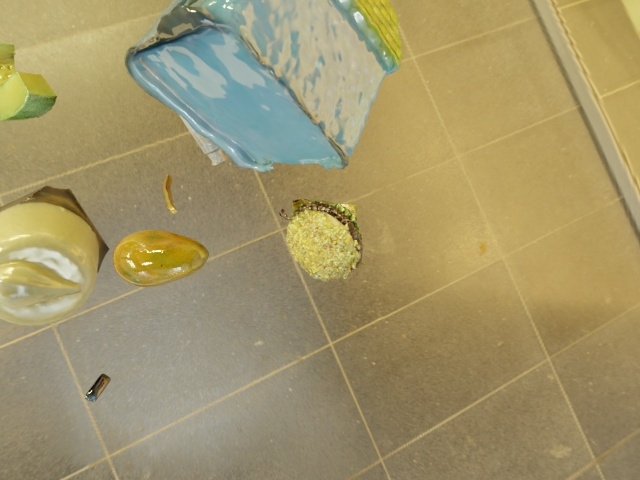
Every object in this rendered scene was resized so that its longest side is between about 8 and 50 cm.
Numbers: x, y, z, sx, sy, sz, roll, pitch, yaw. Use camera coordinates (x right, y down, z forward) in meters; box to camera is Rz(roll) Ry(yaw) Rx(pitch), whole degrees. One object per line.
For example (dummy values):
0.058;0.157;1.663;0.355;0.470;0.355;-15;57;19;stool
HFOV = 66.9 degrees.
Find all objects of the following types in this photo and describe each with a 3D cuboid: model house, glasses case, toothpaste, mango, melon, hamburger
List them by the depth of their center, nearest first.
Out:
-0.040;-0.262;0.584;0.237;0.215;0.303;40;73;-36;model house
-0.276;0.030;0.824;0.111;0.163;0.090;-52;139;-42;mango
-0.554;-0.277;0.858;0.209;0.064;0.118;49;118;17;melon
0.000;0.000;1.324;0.138;0.261;0.243;-41;129;-43;hamburger
-0.610;0.402;1.330;0.033;0.023;0.083;23;39;0;glasses case
-0.354;-0.336;1.435;0.089;0.057;0.234;-29;119;-6;toothpaste

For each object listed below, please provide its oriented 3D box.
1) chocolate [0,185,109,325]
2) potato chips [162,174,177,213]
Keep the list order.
-0.746;0.068;1.313;0.326;0.297;0.314;-32;127;-22;chocolate
-0.422;-0.125;1.354;0.026;0.204;0.037;32;107;-34;potato chips
